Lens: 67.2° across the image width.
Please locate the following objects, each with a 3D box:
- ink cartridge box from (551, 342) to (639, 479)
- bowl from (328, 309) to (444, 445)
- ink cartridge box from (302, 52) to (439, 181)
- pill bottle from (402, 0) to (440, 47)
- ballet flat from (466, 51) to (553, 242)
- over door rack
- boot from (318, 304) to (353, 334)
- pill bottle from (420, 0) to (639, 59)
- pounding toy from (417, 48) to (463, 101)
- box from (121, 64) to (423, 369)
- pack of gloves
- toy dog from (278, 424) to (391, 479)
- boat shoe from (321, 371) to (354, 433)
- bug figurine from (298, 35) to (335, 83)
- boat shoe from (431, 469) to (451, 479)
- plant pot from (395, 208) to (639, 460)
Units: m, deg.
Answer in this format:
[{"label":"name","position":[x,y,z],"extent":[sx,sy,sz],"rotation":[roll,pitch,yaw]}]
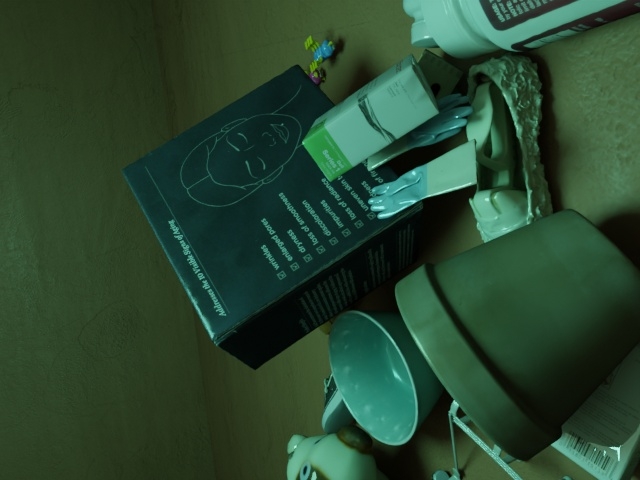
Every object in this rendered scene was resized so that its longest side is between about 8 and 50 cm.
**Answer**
[{"label":"ink cartridge box","position":[0.426,0.227,0.825],"extent":[0.275,0.060,0.239],"rotation":[31,104,52]},{"label":"bowl","position":[0.171,0.293,1.128],"extent":[0.311,0.163,0.311],"rotation":[26,123,51]},{"label":"ink cartridge box","position":[0.090,-0.219,0.848],"extent":[0.219,0.160,0.092],"rotation":[-29,109,23]},{"label":"pill bottle","position":[0.225,-0.503,0.909],"extent":[0.136,0.136,0.246],"rotation":[15,110,56]},{"label":"ballet flat","position":[0.314,-0.122,0.853],"extent":[0.147,0.147,0.409],"rotation":[-2,95,58]},{"label":"over door rack","position":[0.359,0.477,0.958],"extent":[0.239,0.108,0.324],"rotation":[40,143,47]},{"label":"boot","position":[0.003,0.125,1.449],"extent":[0.283,0.109,0.220],"rotation":[55,143,26]},{"label":"pill bottle","position":[0.342,-0.402,0.666],"extent":[0.392,0.224,0.224],"rotation":[2,99,57]},{"label":"pounding toy","position":[0.208,-0.289,0.997],"extent":[0.094,0.206,0.181],"rotation":[29,116,-1]},{"label":"box","position":[-0.102,-0.055,1.098],"extent":[0.480,0.472,0.297],"rotation":[54,171,26]},{"label":"pack of gloves","position":[0.183,-0.143,0.861],"extent":[0.232,0.046,0.195],"rotation":[-20,57,44]},{"label":"toy dog","position":[0.054,0.636,1.186],"extent":[0.395,0.284,0.408],"rotation":[15,141,37]},{"label":"boat shoe","position":[0.062,0.420,1.393],"extent":[0.105,0.113,0.306],"rotation":[49,133,51]},{"label":"bug figurine","position":[0.005,-0.409,1.340],"extent":[0.216,0.072,0.279],"rotation":[-5,97,64]},{"label":"boat shoe","position":[0.302,0.607,1.119],"extent":[0.040,0.049,0.142],"rotation":[104,148,-62]},{"label":"plant pot","position":[0.322,0.109,0.732],"extent":[0.280,0.323,0.323],"rotation":[-42,56,16]}]
